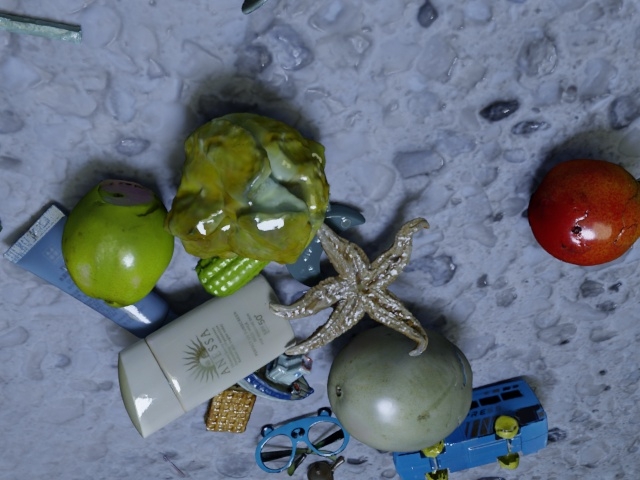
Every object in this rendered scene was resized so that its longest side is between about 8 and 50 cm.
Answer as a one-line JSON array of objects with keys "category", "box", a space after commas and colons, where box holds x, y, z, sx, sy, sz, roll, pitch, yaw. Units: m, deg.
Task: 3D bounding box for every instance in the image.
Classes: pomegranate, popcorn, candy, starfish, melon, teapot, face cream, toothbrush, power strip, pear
[{"category": "pomegranate", "box": [0.507, -0.059, 1.170, 0.235, 0.210, 0.210, -28, 130, -21]}, {"category": "popcorn", "box": [-0.118, -0.070, 1.030, 0.276, 0.225, 0.276, 4, 100, 25]}, {"category": "candy", "box": [-0.136, 0.021, 1.175, 0.209, 0.097, 0.097, -36, 124, 9]}, {"category": "starfish", "box": [0.079, 0.101, 1.208, 0.327, 0.094, 0.375, 31, 105, -9]}, {"category": "melon", "box": [0.174, 0.313, 1.336, 0.330, 0.268, 0.268, 2, 127, -32]}, {"category": "teapot", "box": [0.024, 0.622, 1.649, 0.110, 0.085, 0.080, -28, 132, -15]}, {"category": "face cream", "box": [-0.226, 0.217, 1.208, 0.348, 0.081, 0.173, -29, 103, -20]}, {"category": "face cream", "box": [-0.394, 0.098, 1.187, 0.135, 0.086, 0.385, -43, 118, 7]}, {"category": "toothbrush", "box": [-0.371, 0.575, 1.578, 0.006, 0.008, 0.097, -15, 129, 18]}, {"category": "power strip", "box": [0.000, 0.000, 1.212, 0.137, 0.044, 0.216, 12, 123, -18]}, {"category": "pear", "box": [-0.347, 0.016, 1.071, 0.187, 0.187, 0.220, 13, 112, -19]}]

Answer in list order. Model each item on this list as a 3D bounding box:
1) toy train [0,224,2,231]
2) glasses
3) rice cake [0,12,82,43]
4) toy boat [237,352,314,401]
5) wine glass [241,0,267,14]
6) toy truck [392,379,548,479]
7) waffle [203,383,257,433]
[{"category": "toy train", "box": [-0.592, -0.031, 1.072, 0.083, 0.053, 0.033, 33, 114, -30]}, {"category": "glasses", "box": [-0.028, 0.537, 1.557, 0.239, 0.102, 0.207, -20, 126, 3]}, {"category": "rice cake", "box": [-0.416, -0.314, 0.921, 0.121, 0.021, 0.022, 6, 134, -16]}, {"category": "toy boat", "box": [-0.109, 0.262, 1.332, 0.262, 0.114, 0.115, 29, 127, -18]}, {"category": "wine glass", "box": [-0.238, -0.402, 0.847, 0.264, 0.096, 0.309, -37, 123, 17]}, {"category": "toy truck", "box": [0.363, 0.482, 1.556, 0.385, 0.162, 0.161, -15, 127, 2]}, {"category": "waffle", "box": [-0.211, 0.387, 1.452, 0.102, 0.042, 0.148, 10, 123, -15]}]
